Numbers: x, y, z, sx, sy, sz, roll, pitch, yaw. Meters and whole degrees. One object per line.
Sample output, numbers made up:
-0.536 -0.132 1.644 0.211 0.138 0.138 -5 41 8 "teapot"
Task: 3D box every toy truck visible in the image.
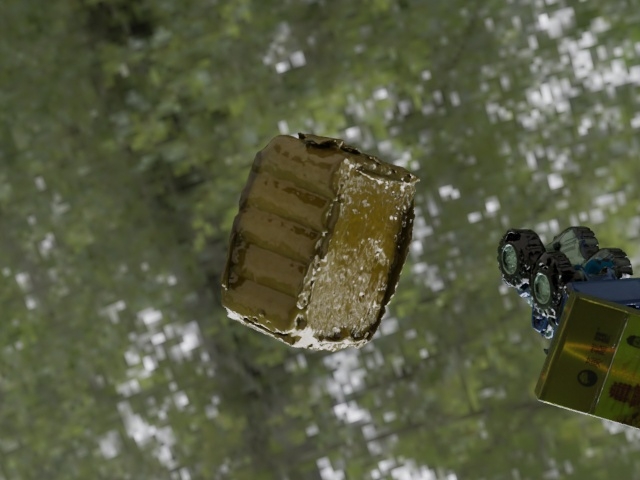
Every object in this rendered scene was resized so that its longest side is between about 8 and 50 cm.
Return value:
0.298 0.067 2.119 0.113 0.126 0.208 -3 -158 -23 "toy truck"

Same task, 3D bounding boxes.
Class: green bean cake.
0.000 0.000 2.011 0.131 0.230 0.224 18 -176 29 "green bean cake"

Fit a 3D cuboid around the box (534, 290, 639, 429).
0.337 0.136 1.902 0.193 0.121 0.030 16 -167 -7 "box"
